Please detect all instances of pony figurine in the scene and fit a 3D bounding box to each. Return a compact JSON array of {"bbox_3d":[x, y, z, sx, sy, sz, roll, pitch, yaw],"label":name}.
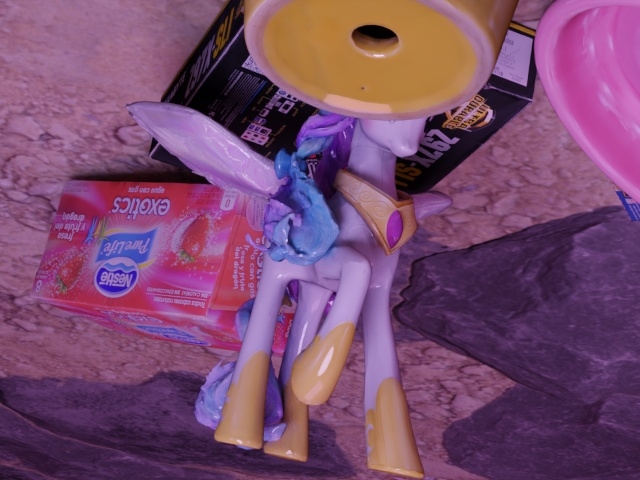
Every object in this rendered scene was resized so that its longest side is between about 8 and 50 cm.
[{"bbox_3d":[0.000,0.000,1.248,0.302,0.363,0.351,16,169,-27],"label":"pony figurine"}]

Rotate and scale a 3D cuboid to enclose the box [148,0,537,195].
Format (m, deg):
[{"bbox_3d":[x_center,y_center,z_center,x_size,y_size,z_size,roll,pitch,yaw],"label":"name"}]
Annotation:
[{"bbox_3d":[0.010,-0.130,1.381,0.257,0.079,0.322,17,153,-17],"label":"box"}]

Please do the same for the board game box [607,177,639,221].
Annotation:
[{"bbox_3d":[0.366,-0.078,1.395,0.193,0.045,0.147,-5,150,27],"label":"board game box"}]

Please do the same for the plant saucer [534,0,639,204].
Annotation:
[{"bbox_3d":[0.329,-0.104,1.195,0.332,0.084,0.332,36,162,13],"label":"plant saucer"}]

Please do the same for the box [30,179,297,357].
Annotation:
[{"bbox_3d":[-0.149,0.028,1.591,0.300,0.142,0.154,4,163,44],"label":"box"}]

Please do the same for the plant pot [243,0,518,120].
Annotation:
[{"bbox_3d":[0.050,-0.222,1.007,0.254,0.239,0.254,7,153,4],"label":"plant pot"}]
